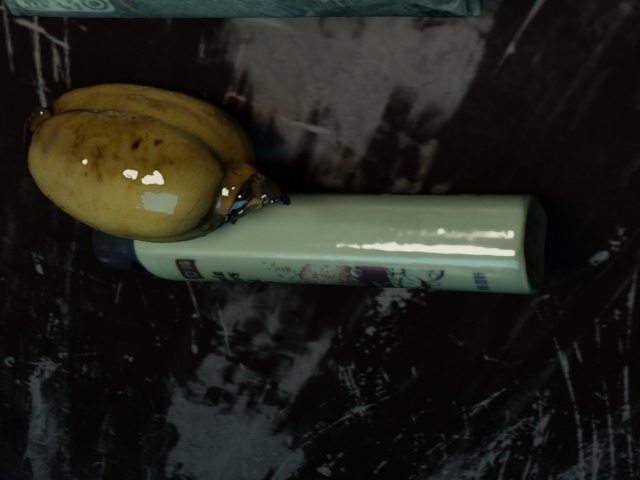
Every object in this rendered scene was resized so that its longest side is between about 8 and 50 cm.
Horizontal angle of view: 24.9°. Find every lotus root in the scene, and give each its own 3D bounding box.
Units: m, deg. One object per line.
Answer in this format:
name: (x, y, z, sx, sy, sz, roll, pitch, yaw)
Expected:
lotus root: (-0.121, -0.055, 1.096, 0.220, 0.125, 0.118, 15, 148, 12)

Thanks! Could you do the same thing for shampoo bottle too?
shampoo bottle: (0.000, 0.000, 1.178, 0.359, 0.078, 0.134, 1, 175, 18)

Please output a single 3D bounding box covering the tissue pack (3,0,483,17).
tissue pack: (-0.074, -0.223, 0.827, 0.315, 0.103, 0.228, 3, 149, 18)
